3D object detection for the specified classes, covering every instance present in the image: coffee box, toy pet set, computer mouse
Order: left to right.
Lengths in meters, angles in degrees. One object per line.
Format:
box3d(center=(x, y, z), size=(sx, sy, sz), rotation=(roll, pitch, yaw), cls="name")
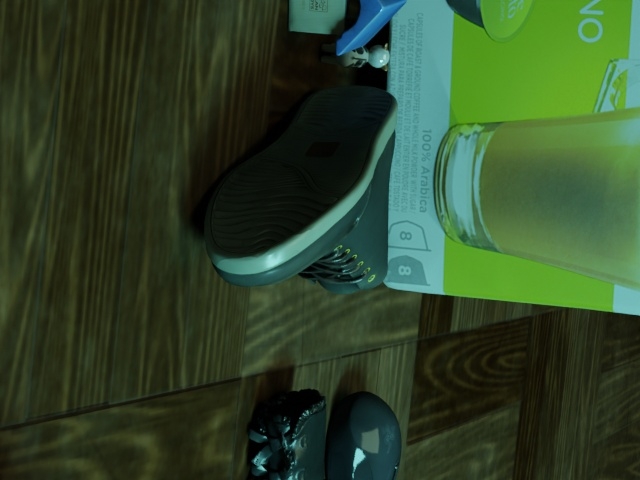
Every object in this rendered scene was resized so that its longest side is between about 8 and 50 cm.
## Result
box3d(center=(0.030, -0.165, 1.123), size=(0.114, 0.065, 0.122), rotation=(-31, 125, -63), cls="toy pet set")
box3d(center=(0.043, 0.210, 1.308), size=(0.071, 0.041, 0.242), rotation=(-60, 149, -46), cls="computer mouse")
box3d(center=(0.250, -0.151, 1.272), size=(0.338, 0.334, 0.338), rotation=(-38, 131, -68), cls="coffee box")

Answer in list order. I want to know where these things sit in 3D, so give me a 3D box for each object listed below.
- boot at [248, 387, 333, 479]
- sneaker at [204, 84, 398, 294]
box3d(center=(-0.009, 0.146, 1.159), size=(0.121, 0.045, 0.099), rotation=(-21, 113, -65), cls="boot")
box3d(center=(0.000, 0.000, 1.077), size=(0.222, 0.083, 0.118), rotation=(-50, 142, -55), cls="sneaker")
